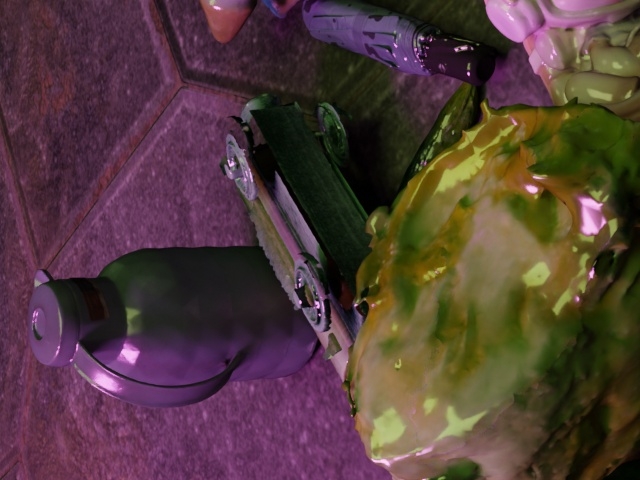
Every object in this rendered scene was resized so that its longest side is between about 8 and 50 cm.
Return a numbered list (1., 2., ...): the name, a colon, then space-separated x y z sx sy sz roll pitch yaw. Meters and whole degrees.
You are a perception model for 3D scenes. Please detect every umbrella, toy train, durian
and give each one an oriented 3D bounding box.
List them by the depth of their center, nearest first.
1. durian: 0.134 0.077 0.731 0.256 0.339 0.204 -46 50 -9
2. umbrella: 0.064 -0.186 0.971 0.250 0.052 0.053 33 114 46
3. toy train: -0.008 0.004 0.989 0.307 0.126 0.189 59 152 31

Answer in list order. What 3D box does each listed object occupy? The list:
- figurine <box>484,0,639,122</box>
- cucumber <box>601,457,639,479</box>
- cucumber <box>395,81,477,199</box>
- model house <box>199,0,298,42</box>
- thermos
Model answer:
1. figurine: 0.193 -0.183 0.738 0.141 0.163 0.236 96 160 -79
2. cucumber: 0.220 0.242 0.693 0.130 0.191 0.191 25 110 39
3. cucumber: 0.099 -0.068 0.943 0.039 0.039 0.168 49 124 39
4. model house: -0.041 -0.339 1.033 0.267 0.194 0.325 51 142 34
5. thermos: -0.140 0.088 1.043 0.182 0.287 0.145 50 128 36
